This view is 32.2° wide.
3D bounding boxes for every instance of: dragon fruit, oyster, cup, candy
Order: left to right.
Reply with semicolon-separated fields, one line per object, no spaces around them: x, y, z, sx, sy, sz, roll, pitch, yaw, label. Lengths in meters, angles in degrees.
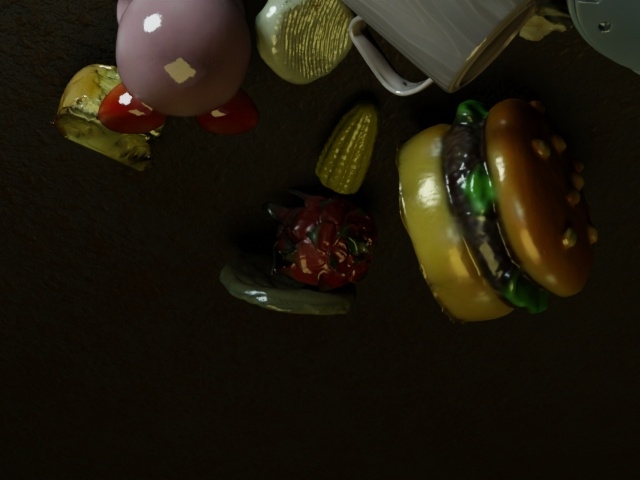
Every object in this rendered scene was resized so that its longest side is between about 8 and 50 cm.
0.000;0.000;2.207;0.274;0.192;0.193;14;177;43;dragon fruit
0.058;-0.182;2.061;0.094;0.106;0.199;26;133;5;candy
0.145;-0.357;1.653;0.273;0.208;0.288;44;111;7;cup
0.311;-0.381;1.785;0.232;0.107;0.161;7;175;-11;oyster

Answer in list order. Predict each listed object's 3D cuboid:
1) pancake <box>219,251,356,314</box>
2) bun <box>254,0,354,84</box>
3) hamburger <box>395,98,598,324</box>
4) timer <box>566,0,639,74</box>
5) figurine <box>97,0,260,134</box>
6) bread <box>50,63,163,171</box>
-0.064;0.086;2.288;0.294;0.294;0.049;9;108;-5;pancake
-0.032;-0.356;1.852;0.183;0.102;0.183;-19;131;-23;bun
0.335;-0.046;1.974;0.277;0.396;0.396;-19;135;26;hamburger
0.546;-0.414;1.667;0.395;0.173;0.395;2;140;2;timer
-0.216;-0.293;1.775;0.269;0.211;0.261;1;99;-13;figurine
-0.377;-0.232;1.998;0.204;0.163;0.262;13;167;-13;bread
